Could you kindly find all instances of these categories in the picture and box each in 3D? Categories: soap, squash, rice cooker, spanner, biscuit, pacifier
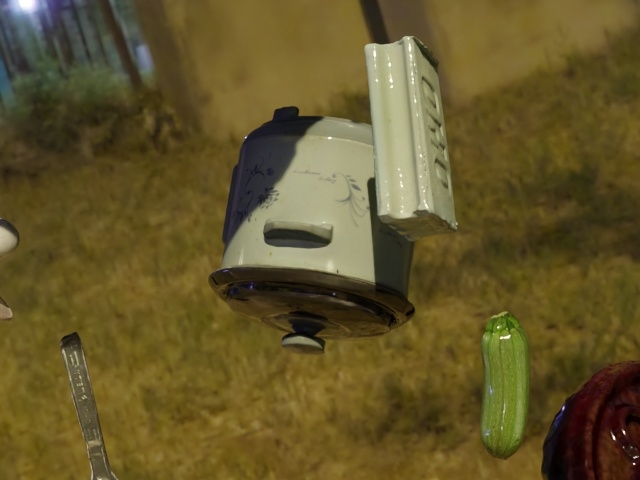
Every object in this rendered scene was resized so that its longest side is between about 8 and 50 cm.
[{"bbox_3d":[0.099,-0.108,1.304,0.063,0.198,0.114,-9,-13,20],"label":"soap"},{"bbox_3d":[0.271,0.213,1.782,0.077,0.219,0.068,-4,7,-18],"label":"squash"},{"bbox_3d":[0.000,0.000,1.546,0.264,0.317,0.316,5,11,12],"label":"rice cooker"},{"bbox_3d":[-0.337,0.294,1.811,0.093,0.326,0.026,-13,11,-7],"label":"spanner"},{"bbox_3d":[0.445,0.329,1.458,0.407,0.407,0.091,-22,-15,-42],"label":"biscuit"},{"bbox_3d":[-0.243,0.014,0.841,0.078,0.081,0.099,-47,-23,2],"label":"pacifier"}]
